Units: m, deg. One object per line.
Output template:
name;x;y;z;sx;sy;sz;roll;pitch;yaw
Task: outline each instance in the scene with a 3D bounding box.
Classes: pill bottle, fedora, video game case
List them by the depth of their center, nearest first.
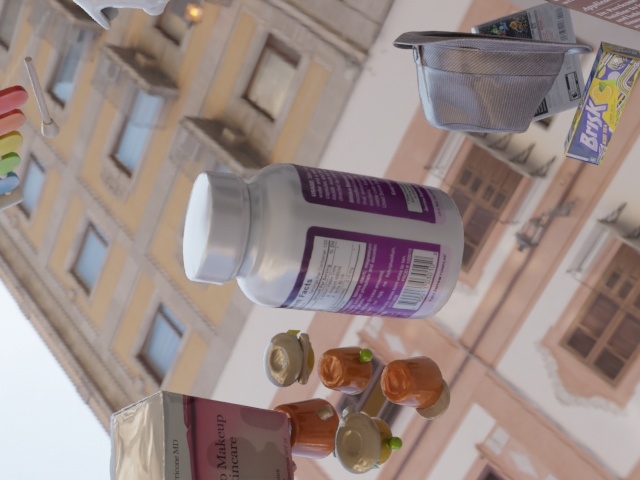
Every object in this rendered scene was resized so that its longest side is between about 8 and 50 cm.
pill bottle;0.000;0.000;0.982;0.302;0.169;0.169;8;-153;-21
fedora;0.216;-0.207;1.101;0.244;0.124;0.275;-2;-163;-20
video game case;0.364;-0.303;1.451;0.173;0.190;0.022;-19;-163;-5

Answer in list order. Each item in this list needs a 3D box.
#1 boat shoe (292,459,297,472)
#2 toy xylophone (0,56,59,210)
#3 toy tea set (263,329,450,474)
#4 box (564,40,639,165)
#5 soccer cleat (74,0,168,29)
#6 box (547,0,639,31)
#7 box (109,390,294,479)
boat shoe;-0.084;0.535;1.901;0.043;0.049;0.137;33;-170;20
toy xylophone;-0.509;-0.156;1.261;0.236;0.322;0.081;-30;-108;-14
toy tea set;0.054;0.245;1.258;0.336;0.200;0.124;1;172;44
box;0.412;-0.199;1.227;0.059;0.169;0.054;16;-147;7
soccer cleat;-0.226;-0.406;1.188;0.143;0.331;0.116;54;-142;-32
box;0.159;-0.282;0.605;0.381;0.143;0.191;10;175;-19
box;-0.162;0.312;1.171;0.232;0.127;0.148;21;-129;-42
